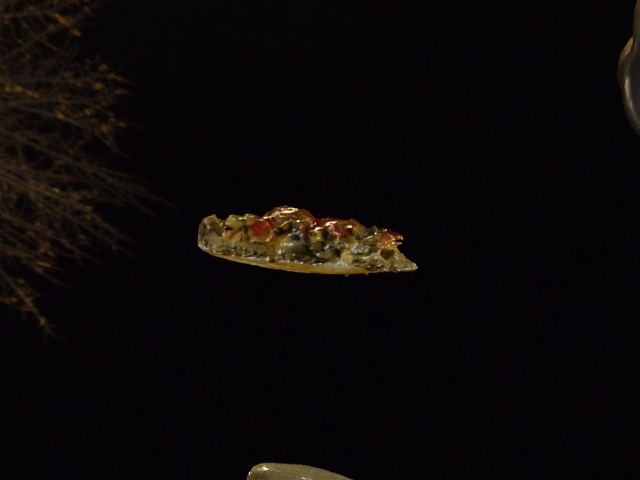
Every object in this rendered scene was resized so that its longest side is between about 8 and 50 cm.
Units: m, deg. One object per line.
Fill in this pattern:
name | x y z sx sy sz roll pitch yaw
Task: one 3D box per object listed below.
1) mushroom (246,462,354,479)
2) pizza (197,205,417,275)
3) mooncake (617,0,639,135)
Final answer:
mushroom | 0.079 0.333 0.813 0.328 0.159 0.122 12 -129 12
pizza | 0.000 0.000 0.743 0.198 0.188 0.062 4 -93 27
mooncake | 0.432 -0.177 0.747 0.282 0.141 0.283 7 -63 15
